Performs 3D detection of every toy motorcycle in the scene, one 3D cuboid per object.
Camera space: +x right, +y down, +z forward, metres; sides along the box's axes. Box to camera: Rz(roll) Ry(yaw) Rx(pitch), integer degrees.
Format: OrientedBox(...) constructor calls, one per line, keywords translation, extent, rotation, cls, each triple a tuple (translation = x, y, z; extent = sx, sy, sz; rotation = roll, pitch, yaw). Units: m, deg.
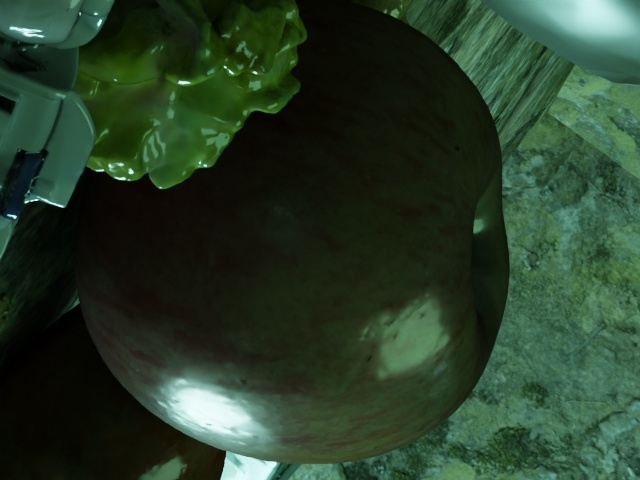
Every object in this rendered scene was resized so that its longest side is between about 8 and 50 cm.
OrientedBox(translation=(-0.153, -0.070, 0.819), extent=(0.112, 0.112, 0.254), rotation=(-43, 168, -49), cls="toy motorcycle")

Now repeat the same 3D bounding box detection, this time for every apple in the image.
OrientedBox(translation=(0.000, 0.000, 1.189), extent=(0.345, 0.269, 0.345), rotation=(-53, 157, -34), cls="apple")

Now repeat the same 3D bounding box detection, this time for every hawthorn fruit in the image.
OrientedBox(translation=(-0.147, 0.123, 1.360), extent=(0.199, 0.199, 0.251), rotation=(115, 1, -57), cls="hawthorn fruit")

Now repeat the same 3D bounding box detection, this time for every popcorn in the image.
OrientedBox(translation=(-0.080, -0.100, 0.936), extent=(0.145, 0.126, 0.126), rotation=(-15, 139, 3), cls="popcorn")

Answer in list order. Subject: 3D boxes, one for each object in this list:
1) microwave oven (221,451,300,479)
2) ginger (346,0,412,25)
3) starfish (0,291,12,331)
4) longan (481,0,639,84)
OrientedBox(translation=(-0.060, 0.131, 1.833), extent=(0.295, 0.181, 0.237), rotation=(-46, 171, -40), cls="microwave oven")
OrientedBox(translation=(0.024, -0.139, 1.514), extent=(0.205, 0.081, 0.115), rotation=(-57, -174, -13), cls="ginger")
OrientedBox(translation=(-0.233, 0.078, 1.095), extent=(0.150, 0.053, 0.210), rotation=(-41, 168, -36), cls="starfish")
OrientedBox(translation=(0.198, -0.276, 0.767), extent=(0.404, 0.404, 0.436), rotation=(114, -15, -58), cls="longan")
